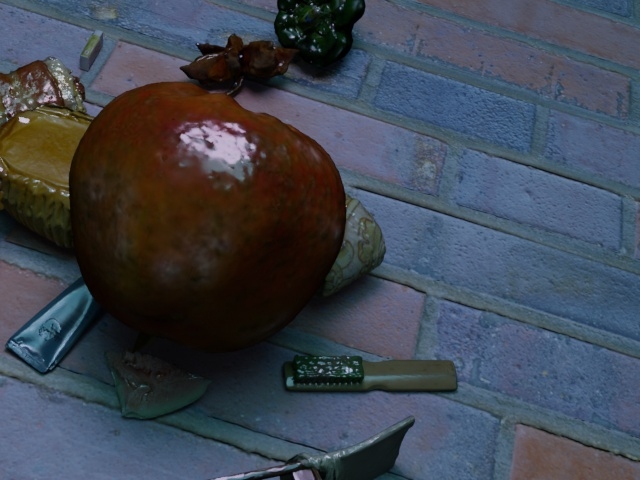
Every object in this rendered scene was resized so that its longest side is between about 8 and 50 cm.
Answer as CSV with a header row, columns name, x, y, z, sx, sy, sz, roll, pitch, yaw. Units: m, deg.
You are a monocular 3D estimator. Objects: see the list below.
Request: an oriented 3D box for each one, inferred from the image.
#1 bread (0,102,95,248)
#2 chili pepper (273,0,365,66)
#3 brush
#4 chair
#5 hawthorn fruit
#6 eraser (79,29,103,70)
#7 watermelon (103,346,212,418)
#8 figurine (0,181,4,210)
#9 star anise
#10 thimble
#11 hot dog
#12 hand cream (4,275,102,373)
name,x,y,z,sx,sy,sz,roll,pitch,yaw
bread,-0.418,-0.106,1.539,0.253,0.142,0.227,25,52,10
chili pepper,-0.010,-0.444,1.839,0.165,0.174,0.261,35,20,12
brush,0.083,0.207,1.469,0.282,0.048,0.054,3,55,-13
chair,0.006,0.374,1.250,0.319,0.160,0.186,-11,50,-20
hawthorn fruit,-0.181,-0.016,1.334,0.402,0.403,0.403,6,51,-8
eraser,-0.442,-0.369,1.803,0.019,0.038,0.083,16,51,1
watermelon,-0.243,0.213,1.377,0.155,0.080,0.101,13,61,-19
figurine,-0.683,-0.138,1.354,0.387,0.401,0.268,8,50,8
star anise,-0.150,-0.348,1.811,0.212,0.111,0.196,-10,28,17
thimble,0.000,0.000,1.556,0.143,0.137,0.190,-34,52,-30
hot dog,-0.523,-0.243,1.652,0.213,0.103,0.146,-16,77,-13
hand cream,-0.382,0.105,1.446,0.083,0.048,0.224,32,57,10
